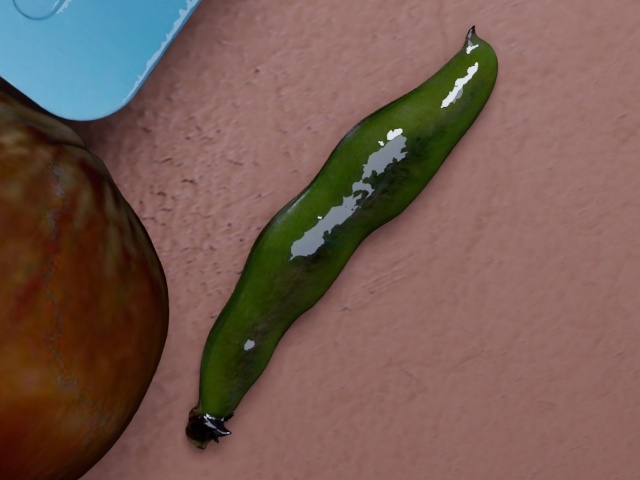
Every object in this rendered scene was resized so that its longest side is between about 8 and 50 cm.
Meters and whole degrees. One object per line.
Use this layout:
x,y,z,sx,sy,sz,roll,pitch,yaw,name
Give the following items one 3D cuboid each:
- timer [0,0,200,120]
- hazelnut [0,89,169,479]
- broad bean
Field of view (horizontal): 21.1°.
-0.149,-0.214,0.871,0.250,0.091,0.232,34,103,-9,timer
-0.201,0.019,0.880,0.251,0.217,0.217,42,101,12,hazelnut
-0.001,-0.001,0.978,0.060,0.043,0.297,33,103,-26,broad bean
